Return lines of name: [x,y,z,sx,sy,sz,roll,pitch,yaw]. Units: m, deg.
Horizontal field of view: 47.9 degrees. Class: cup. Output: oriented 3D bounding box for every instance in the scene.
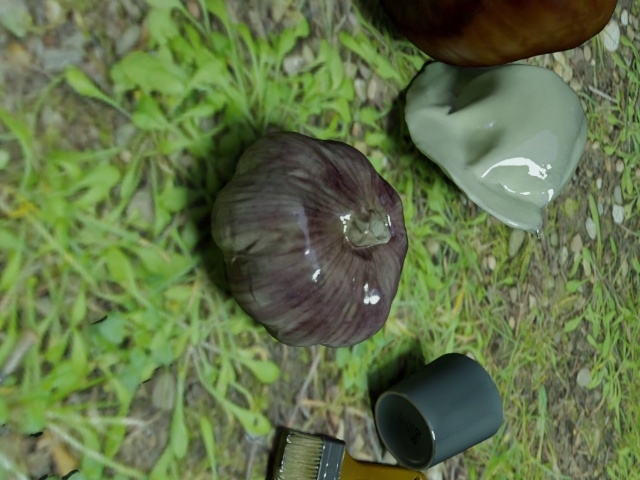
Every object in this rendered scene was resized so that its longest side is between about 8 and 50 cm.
cup: [0.093,0.151,0.594,0.077,0.078,0.100,-18,129,-35]

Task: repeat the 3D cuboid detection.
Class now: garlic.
garlic: [0.000,0.000,0.498,0.147,0.102,0.159,-43,113,-33]

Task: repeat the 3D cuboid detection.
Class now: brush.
brush: [0.029,0.182,0.569,0.170,0.014,0.043,24,73,-38]

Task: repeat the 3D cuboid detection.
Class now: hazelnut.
hazelnut: [0.144,-0.215,0.575,0.178,0.204,0.178,-8,105,-31]

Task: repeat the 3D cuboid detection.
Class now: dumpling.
dumpling: [0.157,-0.103,0.647,0.166,0.126,0.216,35,72,-5]
